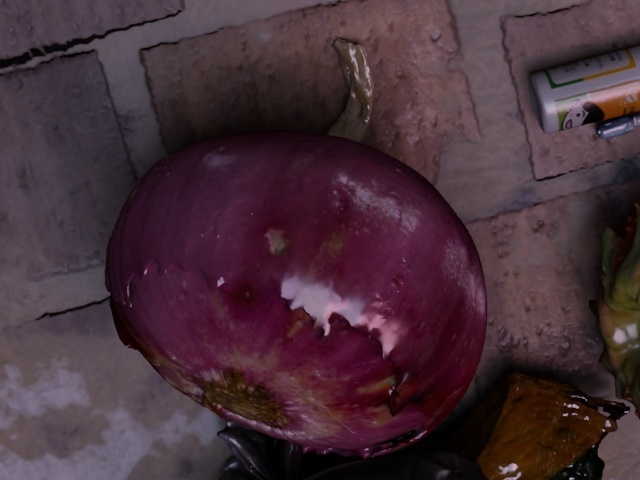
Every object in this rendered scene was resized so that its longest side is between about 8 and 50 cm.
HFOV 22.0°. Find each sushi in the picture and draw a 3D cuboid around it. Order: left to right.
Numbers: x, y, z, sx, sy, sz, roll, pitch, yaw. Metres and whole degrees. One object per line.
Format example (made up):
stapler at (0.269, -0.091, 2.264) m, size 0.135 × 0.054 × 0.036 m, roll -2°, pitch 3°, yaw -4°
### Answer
sushi at (0.193, 0.256, 1.700) m, size 0.140 × 0.149 × 0.287 m, roll 34°, pitch 101°, yaw -20°

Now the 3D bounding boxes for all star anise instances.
star anise at (-0.020, 0.243, 1.722) m, size 0.205 × 0.061 × 0.180 m, roll 25°, pitch 125°, yaw -12°

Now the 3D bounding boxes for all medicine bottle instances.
medicine bottle at (0.317, -0.148, 1.590) m, size 0.221 × 0.061 × 0.092 m, roll -15°, pitch 138°, yaw 2°

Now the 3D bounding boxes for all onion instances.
onion at (-0.004, 0.038, 1.518) m, size 0.345 × 0.358 × 0.358 m, roll -39°, pitch 118°, yaw -34°

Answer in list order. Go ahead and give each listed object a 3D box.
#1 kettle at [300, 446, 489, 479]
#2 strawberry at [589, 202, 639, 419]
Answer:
kettle at (0.024, 0.331, 1.547) m, size 0.324 × 0.321 × 0.228 m, roll -39°, pitch 88°, yaw 32°
strawberry at (0.442, 0.072, 1.599) m, size 0.344 × 0.292 × 0.292 m, roll -11°, pitch 115°, yaw -19°
